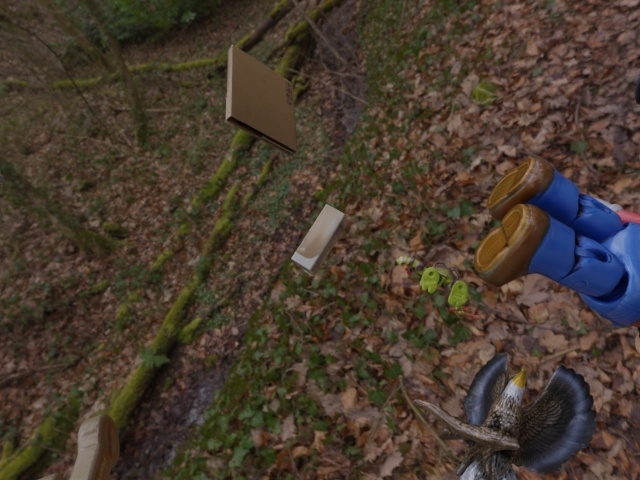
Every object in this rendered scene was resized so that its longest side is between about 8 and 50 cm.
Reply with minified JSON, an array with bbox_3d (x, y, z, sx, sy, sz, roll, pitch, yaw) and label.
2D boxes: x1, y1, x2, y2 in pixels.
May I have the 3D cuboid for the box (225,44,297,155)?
[{"bbox_3d":[-0.119,-0.287,0.943,0.021,0.165,0.201,-30,52,38],"label":"box"}]

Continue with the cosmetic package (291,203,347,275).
[{"bbox_3d":[0.000,0.000,0.808,0.041,0.060,0.115,30,80,14],"label":"cosmetic package"}]

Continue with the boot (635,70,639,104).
[{"bbox_3d":[0.549,-0.231,0.500,0.338,0.118,0.222,-24,34,-11],"label":"boot"}]

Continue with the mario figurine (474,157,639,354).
[{"bbox_3d":[0.299,0.063,0.454,0.198,0.321,0.170,-61,0,0],"label":"mario figurine"}]

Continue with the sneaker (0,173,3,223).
[{"bbox_3d":[-0.575,-0.012,0.524,0.135,0.366,0.150,139,124,-75],"label":"sneaker"}]

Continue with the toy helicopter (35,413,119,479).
[{"bbox_3d":[-0.302,0.374,0.595,0.140,0.234,0.355,-18,23,-7],"label":"toy helicopter"}]

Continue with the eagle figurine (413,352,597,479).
[{"bbox_3d":[0.364,0.333,0.881,0.225,0.298,0.226,-48,60,31],"label":"eagle figurine"}]

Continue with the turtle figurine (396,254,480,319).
[{"bbox_3d":[0.306,0.108,1.130,0.087,0.269,0.217,-50,-6,5],"label":"turtle figurine"}]
